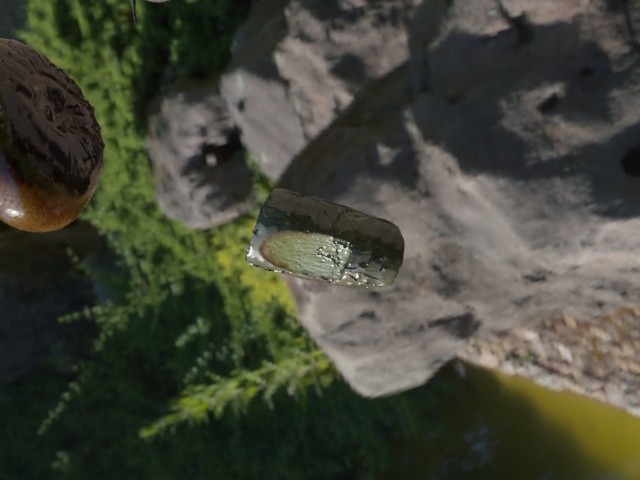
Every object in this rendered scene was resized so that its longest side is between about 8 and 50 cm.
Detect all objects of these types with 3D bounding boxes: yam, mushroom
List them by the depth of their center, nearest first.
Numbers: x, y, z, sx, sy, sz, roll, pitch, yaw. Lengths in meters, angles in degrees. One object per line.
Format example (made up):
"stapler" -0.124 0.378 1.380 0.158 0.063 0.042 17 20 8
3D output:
"mushroom" -0.436 -0.155 1.794 0.163 0.278 0.297 -32 81 40
"yam" 0.000 0.000 2.066 0.154 0.254 0.154 -168 90 -77

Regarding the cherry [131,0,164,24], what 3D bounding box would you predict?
"cherry" -0.325 -0.564 2.345 0.213 0.183 0.266 46 123 7
